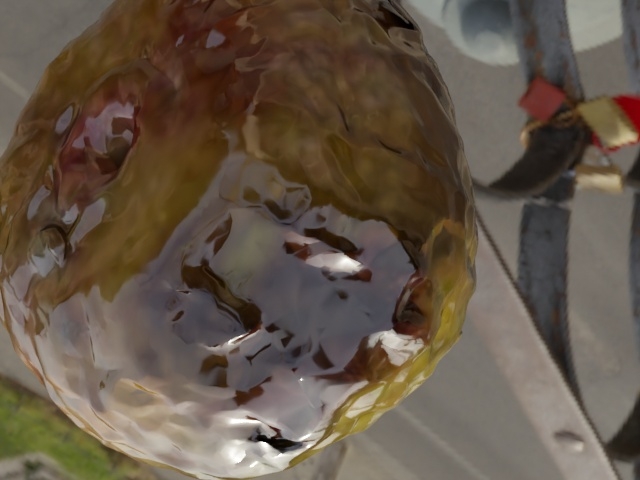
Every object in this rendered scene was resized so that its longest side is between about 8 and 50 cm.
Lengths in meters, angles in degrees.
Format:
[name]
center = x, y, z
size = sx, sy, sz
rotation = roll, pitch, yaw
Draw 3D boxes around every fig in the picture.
[fig]
center = 0.000, 0.000, 0.697
size = 0.286, 0.286, 0.368
rotation = -5, 166, 35
